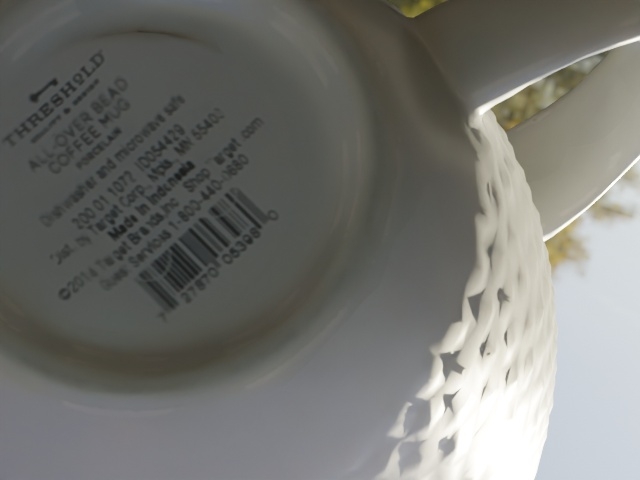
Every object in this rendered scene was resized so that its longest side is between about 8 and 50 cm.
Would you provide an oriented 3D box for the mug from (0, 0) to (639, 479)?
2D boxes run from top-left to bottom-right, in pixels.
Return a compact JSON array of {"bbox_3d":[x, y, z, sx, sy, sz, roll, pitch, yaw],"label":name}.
[{"bbox_3d":[0.000,0.000,0.772,0.276,0.374,0.328,58,176,18],"label":"mug"}]
